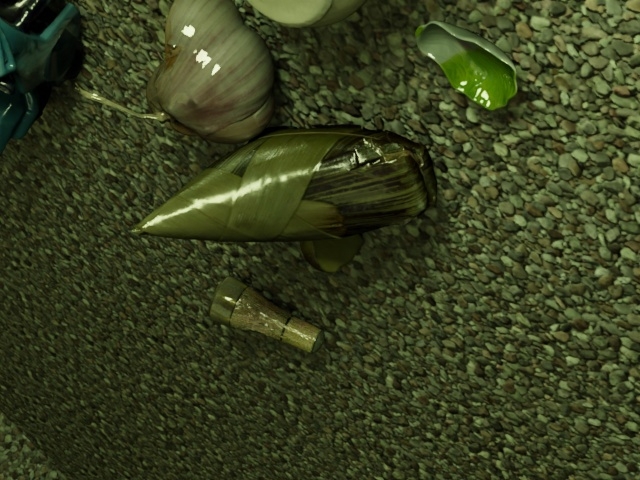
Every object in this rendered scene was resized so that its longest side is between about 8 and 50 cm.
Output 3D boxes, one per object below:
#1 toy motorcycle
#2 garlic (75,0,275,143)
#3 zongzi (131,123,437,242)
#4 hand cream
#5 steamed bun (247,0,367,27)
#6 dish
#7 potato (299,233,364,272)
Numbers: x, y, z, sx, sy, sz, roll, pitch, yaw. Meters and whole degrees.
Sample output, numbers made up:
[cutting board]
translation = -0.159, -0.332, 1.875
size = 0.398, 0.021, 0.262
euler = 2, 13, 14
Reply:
[toy motorcycle]
translation = -0.476, -0.268, 1.743
size = 0.172, 0.232, 0.416
euler = 35, 146, 2
[garlic]
translation = -0.190, -0.226, 1.571
size = 0.256, 0.207, 0.207
euler = -6, 136, -1
[zongzi]
translation = -0.040, -0.050, 1.512
size = 0.289, 0.317, 0.154
euler = 1, 112, 43
[hand cream]
translation = -0.086, 0.133, 1.983
size = 0.203, 0.084, 0.084
euler = 22, 143, 12
[steamed bun]
translation = -0.012, -0.354, 1.280
size = 0.231, 0.145, 0.232
euler = 36, 145, 30
[dish]
translation = 0.176, -0.215, 1.358
size = 0.137, 0.039, 0.091
euler = 38, 151, 4
[potato]
translation = 0.000, 0.000, 1.715
size = 0.066, 0.103, 0.096
euler = -14, 119, 47
